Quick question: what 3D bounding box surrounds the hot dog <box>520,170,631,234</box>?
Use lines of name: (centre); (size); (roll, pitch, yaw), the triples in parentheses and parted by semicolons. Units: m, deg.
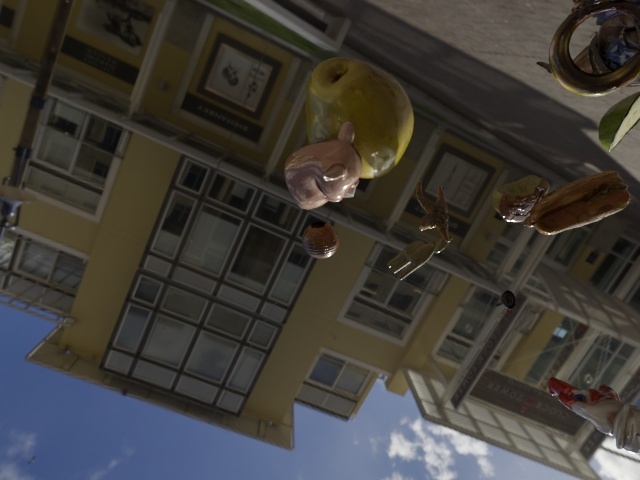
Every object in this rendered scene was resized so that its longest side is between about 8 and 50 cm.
hot dog: (0.620, -0.088, 1.103); (0.072, 0.270, 0.109); (38, -149, -85)

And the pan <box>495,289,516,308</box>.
pan: (0.657, 0.220, 1.633); (0.115, 0.068, 0.023); (-13, 175, -34)

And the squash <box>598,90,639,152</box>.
squash: (0.922, -0.395, 1.395); (0.085, 0.192, 0.184); (40, 179, 33)

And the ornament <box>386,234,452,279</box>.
ornament: (0.372, 0.049, 1.701); (0.061, 0.245, 0.230); (50, -174, -6)

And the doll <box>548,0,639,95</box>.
doll: (0.468, -0.394, 0.663); (0.318, 0.339, 0.209); (-14, -159, 6)

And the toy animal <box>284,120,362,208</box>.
toy animal: (0.015, -0.192, 1.341); (0.256, 0.195, 0.213); (-9, 145, 38)

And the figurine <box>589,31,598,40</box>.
figurine: (0.769, -0.521, 1.234); (0.060, 0.047, 0.105); (21, -127, -34)

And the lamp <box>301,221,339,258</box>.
lamp: (0.000, 0.000, 1.620); (0.136, 0.136, 0.136); (24, -166, -6)

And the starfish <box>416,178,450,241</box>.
starfish: (0.356, -0.099, 1.458); (0.138, 0.050, 0.247); (28, -136, -25)

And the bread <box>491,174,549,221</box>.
bread: (0.591, -0.120, 1.349); (0.086, 0.156, 0.125); (-115, 3, -54)

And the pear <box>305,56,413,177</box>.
pear: (0.124, -0.390, 1.487); (0.362, 0.362, 0.418); (38, 167, 40)

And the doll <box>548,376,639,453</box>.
doll: (0.649, 0.383, 1.026); (0.189, 0.099, 0.384); (6, 175, 14)

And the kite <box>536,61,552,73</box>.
kite: (0.938, -0.628, 1.663); (0.321, 0.016, 0.234); (15, -137, 36)
